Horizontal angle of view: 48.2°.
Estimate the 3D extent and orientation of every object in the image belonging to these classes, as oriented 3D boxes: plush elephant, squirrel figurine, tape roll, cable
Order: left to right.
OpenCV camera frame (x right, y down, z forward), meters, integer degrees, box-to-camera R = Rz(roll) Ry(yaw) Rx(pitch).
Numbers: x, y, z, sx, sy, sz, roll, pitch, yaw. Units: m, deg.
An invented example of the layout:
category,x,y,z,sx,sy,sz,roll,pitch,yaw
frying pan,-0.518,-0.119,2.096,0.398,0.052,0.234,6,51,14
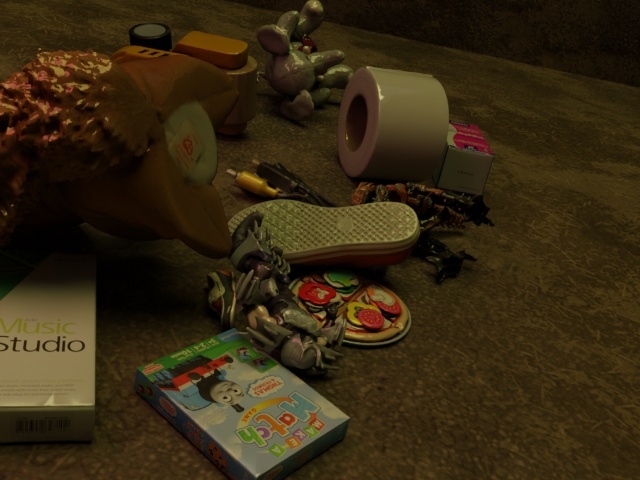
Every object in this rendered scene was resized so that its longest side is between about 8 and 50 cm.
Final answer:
category,x,y,z,sx,sy,sz,roll,pitch,yaw
squirrel figurine,-0.354,-0.113,0.982,0.370,0.281,0.397,-6,-9,24
cable,-0.045,-0.081,1.401,0.287,0.072,0.139,34,19,24
plush elephant,-0.050,-0.465,1.906,0.330,0.272,0.255,-26,24,-11
tape roll,0.156,-0.257,1.612,0.169,0.246,0.246,2,29,-19

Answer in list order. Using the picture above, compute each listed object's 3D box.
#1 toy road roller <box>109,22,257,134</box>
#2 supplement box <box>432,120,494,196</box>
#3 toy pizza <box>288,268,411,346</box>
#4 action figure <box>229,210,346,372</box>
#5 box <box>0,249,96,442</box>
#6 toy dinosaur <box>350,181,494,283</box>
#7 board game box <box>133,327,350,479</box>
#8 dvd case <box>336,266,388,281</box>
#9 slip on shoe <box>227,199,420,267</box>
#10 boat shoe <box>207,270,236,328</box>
category,x,y,z,sx,sy,sz,roll,pitch,yaw
toy road roller,-0.322,-0.334,1.601,0.329,0.203,0.241,13,39,9
supplement box,0.334,-0.205,1.741,0.111,0.114,0.220,10,26,-5
toy pizza,0.047,0.096,1.124,0.201,0.032,0.201,11,27,-6
action figure,-0.056,0.081,0.991,0.185,0.099,0.285,44,7,-37
box,-0.391,0.112,0.863,0.232,0.058,0.322,3,27,-20
toy dinosaur,0.196,-0.054,1.336,0.322,0.164,0.218,-20,39,-41
board game box,-0.094,0.196,0.861,0.211,0.039,0.160,32,32,31
dvd case,0.056,-0.001,1.328,0.164,0.018,0.221,16,28,8
slip on shoe,0.000,0.000,1.196,0.331,0.101,0.123,-2,56,8
boat shoe,-0.144,0.084,1.040,0.043,0.049,0.137,4,26,-11
